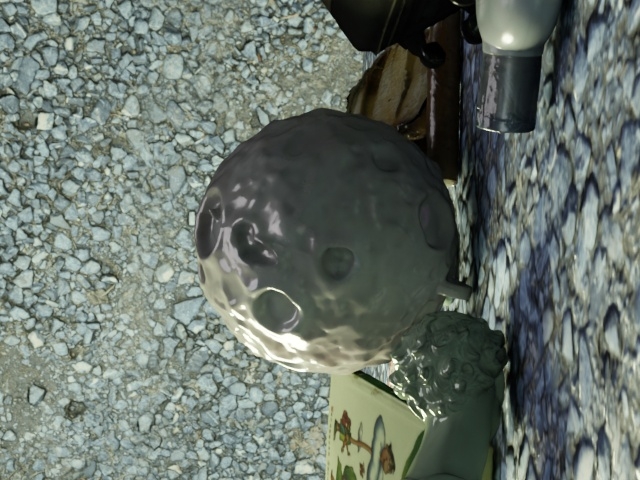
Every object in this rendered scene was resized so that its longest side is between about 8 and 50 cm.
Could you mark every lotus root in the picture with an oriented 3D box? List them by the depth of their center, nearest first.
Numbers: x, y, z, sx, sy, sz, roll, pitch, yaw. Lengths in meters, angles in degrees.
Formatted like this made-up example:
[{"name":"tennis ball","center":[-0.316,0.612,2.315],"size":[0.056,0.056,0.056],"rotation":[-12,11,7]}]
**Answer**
[{"name":"lotus root","center":[0.120,-0.207,1.633],"size":[0.078,0.167,0.329],"rotation":[53,-150,-25]}]

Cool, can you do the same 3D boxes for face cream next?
[{"name":"face cream","center":[0.172,-0.239,0.951],"size":[0.144,0.071,0.291],"rotation":[-91,5,-76]}]

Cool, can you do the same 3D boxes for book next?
[{"name":"book","center":[0.087,0.310,1.315],"size":[0.371,0.043,0.260],"rotation":[-163,74,-66]}]

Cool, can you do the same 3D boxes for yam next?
[{"name":"yam","center":[0.164,-0.204,1.474],"size":[0.046,0.046,0.264],"rotation":[111,161,-83]}]

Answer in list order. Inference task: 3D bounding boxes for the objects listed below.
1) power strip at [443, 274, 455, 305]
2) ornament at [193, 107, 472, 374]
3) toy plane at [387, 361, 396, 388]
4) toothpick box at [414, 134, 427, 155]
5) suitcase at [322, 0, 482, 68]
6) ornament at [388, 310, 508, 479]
[{"name":"power strip","center":[0.160,0.045,1.462],"size":[0.055,0.035,0.083],"rotation":[99,176,-70]},{"name":"ornament","center":[0.000,0.000,1.388],"size":[0.337,0.337,0.337],"rotation":[-178,90,-88]},{"name":"toy plane","center":[0.108,0.278,1.561],"size":[0.252,0.118,0.252],"rotation":[3,-90,-89]},{"name":"toothpick box","center":[0.084,-0.021,1.723],"size":[0.187,0.190,0.308],"rotation":[-93,1,-47]},{"name":"suitcase","center":[0.034,-0.400,1.182],"size":[0.434,0.194,0.283],"rotation":[59,173,6]},{"name":"ornament","center":[0.128,0.198,1.056],"size":[0.130,0.120,0.285],"rotation":[99,172,-55]}]
